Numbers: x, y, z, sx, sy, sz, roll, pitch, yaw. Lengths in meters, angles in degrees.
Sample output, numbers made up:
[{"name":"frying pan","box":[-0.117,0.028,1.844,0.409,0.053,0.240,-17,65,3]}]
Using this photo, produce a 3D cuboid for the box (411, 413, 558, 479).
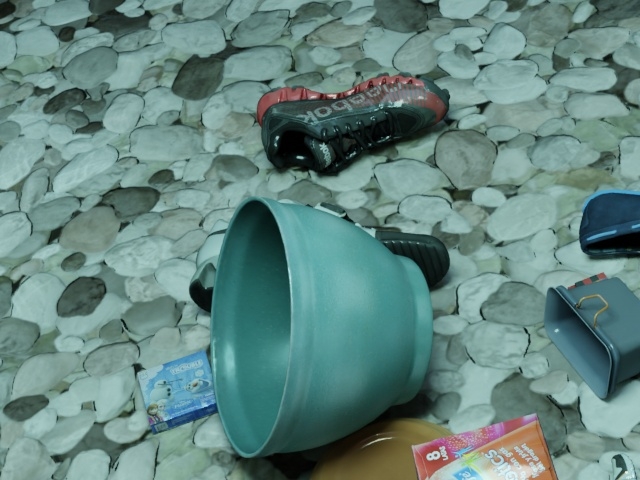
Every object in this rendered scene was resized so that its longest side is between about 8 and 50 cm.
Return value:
[{"name":"box","box":[0.175,0.299,1.419,0.128,0.257,0.123,-14,46,1]}]

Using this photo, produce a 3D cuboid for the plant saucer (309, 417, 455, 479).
[{"name":"plant saucer","box":[0.080,0.274,1.624,0.200,0.037,0.200,-7,46,8]}]

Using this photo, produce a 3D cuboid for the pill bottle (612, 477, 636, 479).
[{"name":"pill bottle","box":[0.419,0.289,1.434,0.264,0.153,0.153,-5,46,8]}]

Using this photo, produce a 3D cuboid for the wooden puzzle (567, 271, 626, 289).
[{"name":"wooden puzzle","box":[0.333,0.065,1.780,0.083,0.006,0.049,-21,45,-5]}]

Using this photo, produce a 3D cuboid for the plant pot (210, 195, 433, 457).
[{"name":"plant pot","box":[0.008,0.101,1.669,0.196,0.293,0.293,3,41,-20]}]

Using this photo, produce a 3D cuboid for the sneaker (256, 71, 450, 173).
[{"name":"sneaker","box":[0.042,-0.154,2.005,0.276,0.098,0.135,-6,46,13]}]

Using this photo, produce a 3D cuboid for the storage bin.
[{"name":"storage bin","box":[0.334,0.099,1.693,0.091,0.098,0.135,-19,44,-18]}]

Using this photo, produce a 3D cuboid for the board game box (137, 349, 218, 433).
[{"name":"board game box","box":[-0.173,0.185,1.789,0.090,0.020,0.090,-19,44,-4]}]

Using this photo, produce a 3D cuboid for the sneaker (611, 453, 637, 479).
[{"name":"sneaker","box":[0.320,0.275,1.558,0.043,0.040,0.109,-10,45,8]}]

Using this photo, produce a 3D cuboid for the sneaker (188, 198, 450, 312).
[{"name":"sneaker","box":[0.000,0.000,1.849,0.330,0.122,0.146,-3,48,11]}]

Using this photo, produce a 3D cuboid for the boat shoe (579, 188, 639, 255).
[{"name":"boat shoe","box":[0.441,-0.001,1.767,0.258,0.109,0.089,-2,52,36]}]
